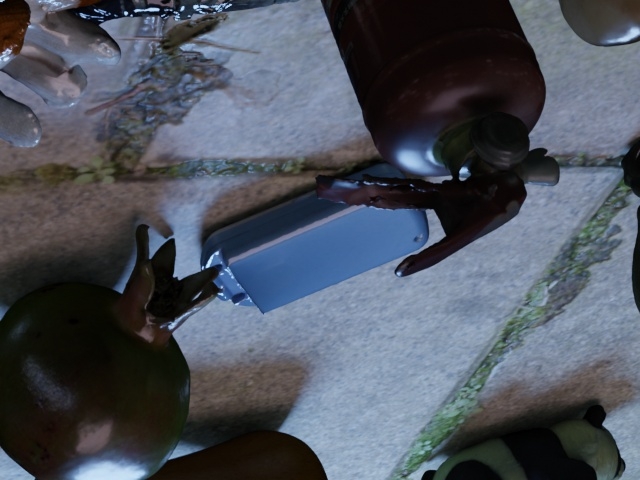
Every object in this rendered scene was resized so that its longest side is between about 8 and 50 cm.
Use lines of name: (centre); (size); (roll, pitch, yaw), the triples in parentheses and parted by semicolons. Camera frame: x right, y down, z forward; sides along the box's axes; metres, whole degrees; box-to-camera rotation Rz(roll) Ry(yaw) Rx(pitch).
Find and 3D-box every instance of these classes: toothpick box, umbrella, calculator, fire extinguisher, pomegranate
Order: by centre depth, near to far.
fire extinguisher: (0.039, -0.124, 0.988); (0.147, 0.337, 0.106); (-9, 146, -14)
umbrella: (-0.079, -0.171, 1.131); (0.188, 0.046, 0.050); (-5, 166, -21)
pomegranate: (-0.175, 0.096, 1.395); (0.181, 0.181, 0.224); (18, 118, -44)
calculator: (0.000, 0.000, 1.448); (0.210, 0.039, 0.121); (-23, 150, 6)
toothpick box: (-0.143, 0.275, 1.670); (0.294, 0.192, 0.192); (-2, 145, -34)

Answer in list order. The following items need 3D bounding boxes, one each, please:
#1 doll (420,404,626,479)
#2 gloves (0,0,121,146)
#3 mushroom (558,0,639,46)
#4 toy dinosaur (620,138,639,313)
doll: (0.235, 0.275, 1.914); (0.234, 0.135, 0.143); (-19, 143, -7)
gloves: (-0.238, -0.120, 1.057); (0.219, 0.131, 0.140); (-35, 163, -5)
mushroom: (0.348, -0.193, 1.236); (0.407, 0.137, 0.154); (-1, 156, -22)
toy dinosaur: (0.339, -0.012, 1.470); (0.187, 0.179, 0.087); (-33, 147, 18)
